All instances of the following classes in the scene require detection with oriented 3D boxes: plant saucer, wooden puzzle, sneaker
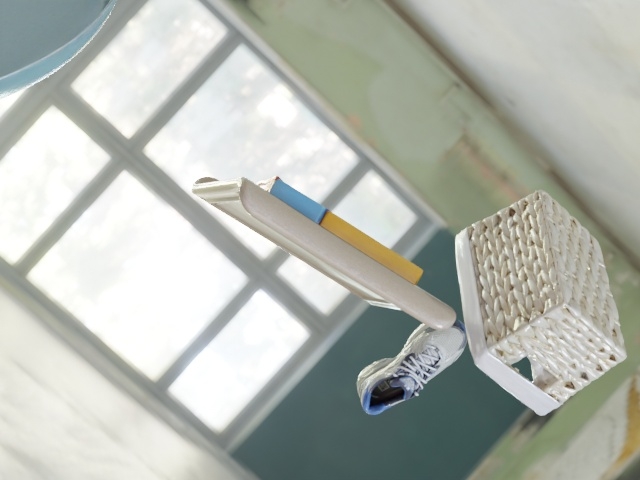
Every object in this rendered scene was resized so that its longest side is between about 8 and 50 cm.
[{"bbox_3d":[-0.329,-0.201,1.146,0.317,0.317,0.044,43,154,42],"label":"plant saucer"},{"bbox_3d":[0.000,0.000,1.151,0.221,0.044,0.238,32,176,-15],"label":"wooden puzzle"},{"bbox_3d":[0.092,0.130,1.251,0.052,0.135,0.058,45,-159,-12],"label":"sneaker"}]

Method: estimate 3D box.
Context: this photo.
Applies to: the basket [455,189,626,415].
[{"bbox_3d":[0.201,0.053,1.159,0.113,0.103,0.167,38,-147,-31],"label":"basket"}]
